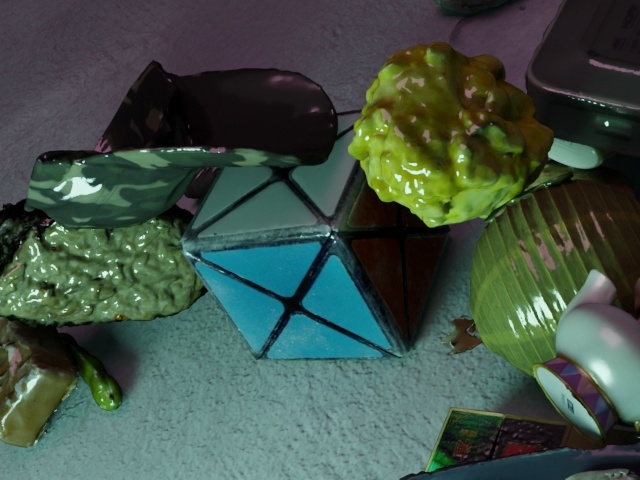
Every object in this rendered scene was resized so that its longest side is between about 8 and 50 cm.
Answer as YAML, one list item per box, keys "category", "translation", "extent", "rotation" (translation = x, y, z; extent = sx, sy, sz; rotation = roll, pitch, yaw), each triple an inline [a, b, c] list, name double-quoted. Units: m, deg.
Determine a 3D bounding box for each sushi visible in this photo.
- category: "sushi"
  translation: [-0.332, 0.026, 1.657]
  extent: [0.350, 0.211, 0.171]
  rotation: [-1, 17, -30]

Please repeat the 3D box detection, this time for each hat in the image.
- category: "hat"
  translation: [-0.180, -0.098, 1.448]
  extent: [0.382, 0.257, 0.366]
  rotation: [20, 36, 12]

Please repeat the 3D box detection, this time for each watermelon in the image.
- category: "watermelon"
  translation: [0.273, -0.455, 1.964]
  extent: [0.187, 0.139, 0.071]
  rotation: [-8, 76, 24]

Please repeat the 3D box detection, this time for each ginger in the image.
- category: "ginger"
  translation: [0.363, -0.068, 1.498]
  extent: [0.190, 0.069, 0.095]
  rotation: [19, 61, 45]

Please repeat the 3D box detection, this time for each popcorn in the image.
- category: "popcorn"
  translation: [0.160, -0.129, 1.360]
  extent: [0.233, 0.192, 0.266]
  rotation: [38, 53, 12]

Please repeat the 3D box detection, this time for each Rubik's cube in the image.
- category: "Rubik's cube"
  translation: [0.000, 0.000, 1.505]
  extent: [0.260, 0.259, 0.255]
  rotation: [-5, 42, 33]

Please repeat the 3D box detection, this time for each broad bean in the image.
- category: "broad bean"
  translation: [-0.363, 0.194, 1.673]
  extent: [0.053, 0.052, 0.256]
  rotation: [-52, 40, -10]

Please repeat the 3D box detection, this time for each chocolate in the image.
- category: "chocolate"
  translation: [-0.457, 0.198, 1.659]
  extent: [0.148, 0.093, 0.214]
  rotation: [-53, 40, 6]

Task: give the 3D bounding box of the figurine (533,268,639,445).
- category: "figurine"
  translation: [0.344, 0.085, 1.083]
  extent: [0.263, 0.142, 0.189]
  rotation: [-36, 64, -8]

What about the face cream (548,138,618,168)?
- category: "face cream"
  translation: [0.430, -0.191, 1.545]
  extent: [0.285, 0.067, 0.139]
  rotation: [-29, 41, -29]

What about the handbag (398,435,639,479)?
- category: "handbag"
  translation: [0.219, 0.358, 1.003]
  extent: [0.303, 0.122, 0.329]
  rotation: [-14, 59, 19]

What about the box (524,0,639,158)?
- category: "box"
  translation: [0.505, -0.248, 1.471]
  extent: [0.397, 0.111, 0.396]
  rotation: [15, 46, 18]

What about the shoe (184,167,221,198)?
- category: "shoe"
  translation: [-0.153, -0.135, 1.903]
  extent: [0.194, 0.074, 0.077]
  rotation: [-39, 44, -17]

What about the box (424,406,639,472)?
- category: "box"
  translation: [0.230, 0.274, 1.191]
  extent: [0.240, 0.071, 0.159]
  rotation: [2, 51, 33]

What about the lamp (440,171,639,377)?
- category: "lamp"
  translation: [0.271, 0.064, 1.272]
  extent: [0.284, 0.250, 0.250]
  rotation: [-29, 37, 10]
